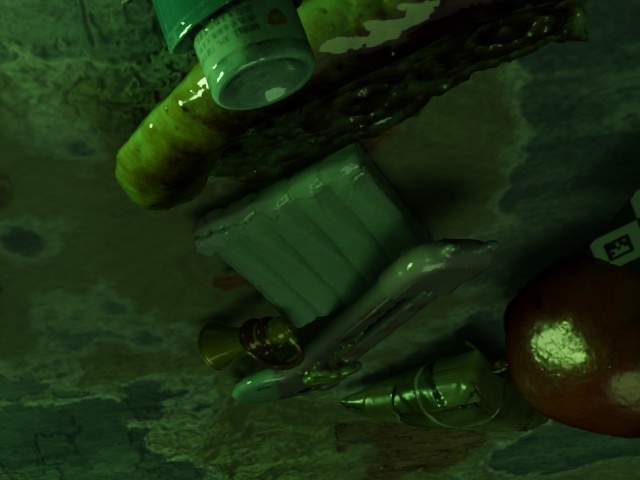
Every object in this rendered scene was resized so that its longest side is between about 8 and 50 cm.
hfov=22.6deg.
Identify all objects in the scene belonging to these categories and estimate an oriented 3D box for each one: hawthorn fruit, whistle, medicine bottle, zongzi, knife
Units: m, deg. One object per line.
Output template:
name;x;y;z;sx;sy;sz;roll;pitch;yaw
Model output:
hawthorn fruit;0.254;0.099;1.511;0.202;0.185;0.185;-12;148;24
whistle;-0.061;0.101;1.506;0.109;0.057;0.046;-9;-173;42
medicine bottle;-0.082;-0.201;0.923;0.079;0.258;0.124;-31;161;28
zongzi;0.139;0.172;1.690;0.176;0.079;0.160;-21;147;35
knife;0.037;0.087;1.503;0.132;0.038;0.398;-6;158;-29

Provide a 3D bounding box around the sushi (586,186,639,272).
sushi;0.370;-0.057;1.411;0.219;0.047;0.231;17;124;-31

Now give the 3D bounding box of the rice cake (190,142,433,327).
rice cake;0.000;0.000;1.418;0.189;0.037;0.198;-25;145;22

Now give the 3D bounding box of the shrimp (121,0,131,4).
shrimp;-0.129;-0.193;1.078;0.165;0.057;0.065;3;162;-35

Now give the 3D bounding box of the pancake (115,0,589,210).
pancake;0.023;-0.109;1.158;0.426;0.067;0.305;-24;166;20
